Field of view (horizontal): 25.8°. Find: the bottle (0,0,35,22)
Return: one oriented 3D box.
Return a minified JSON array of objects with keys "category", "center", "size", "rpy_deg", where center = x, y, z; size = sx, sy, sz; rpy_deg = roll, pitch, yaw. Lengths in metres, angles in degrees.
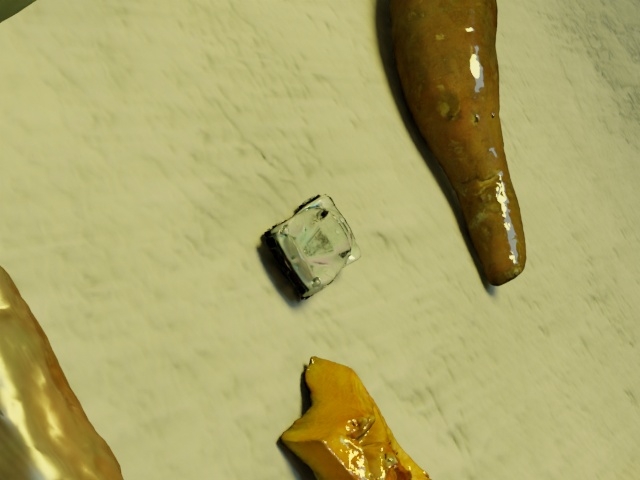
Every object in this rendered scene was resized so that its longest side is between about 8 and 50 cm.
[{"category":"bottle","center":[-0.198,-0.229,0.370],"size":[0.352,0.229,0.229],"rpy_deg":[35,34,-39]}]

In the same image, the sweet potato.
[{"category":"sweet potato","center":[0.097,-0.132,0.994],"size":[0.108,0.079,0.346],"rpy_deg":[51,26,-50]}]

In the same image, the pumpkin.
[{"category":"pumpkin","center":[0.025,0.103,0.639],"size":[0.101,0.035,0.073],"rpy_deg":[54,22,-10]}]

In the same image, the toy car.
[{"category":"toy car","center":[0.000,0.000,0.715],"size":[0.041,0.025,0.093],"rpy_deg":[60,24,-5]}]

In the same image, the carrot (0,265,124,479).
[{"category":"carrot","center":[-0.083,0.083,0.377],"size":[0.102,0.102,0.263],"rpy_deg":[-3,65,-64]}]
